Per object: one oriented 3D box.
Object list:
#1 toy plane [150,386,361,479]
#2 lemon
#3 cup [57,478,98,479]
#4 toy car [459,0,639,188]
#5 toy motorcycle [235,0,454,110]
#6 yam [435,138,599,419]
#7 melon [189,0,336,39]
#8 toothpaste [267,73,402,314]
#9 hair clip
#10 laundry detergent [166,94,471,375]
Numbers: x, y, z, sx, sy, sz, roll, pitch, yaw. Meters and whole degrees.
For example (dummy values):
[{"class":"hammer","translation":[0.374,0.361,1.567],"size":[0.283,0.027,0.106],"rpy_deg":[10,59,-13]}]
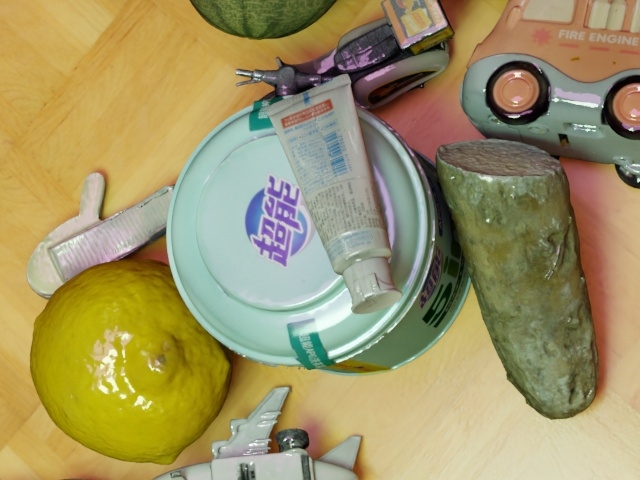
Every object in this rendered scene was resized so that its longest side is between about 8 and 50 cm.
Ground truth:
[{"class":"toy plane","translation":[-0.073,0.270,1.728],"size":[0.255,0.101,0.251],"rpy_deg":[0,58,-10]},{"class":"lemon","translation":[-0.210,0.134,1.745],"size":[0.234,0.288,0.233],"rpy_deg":[-1,92,-19]},{"class":"cup","translation":[-0.218,0.390,1.760],"size":[0.255,0.173,0.202],"rpy_deg":[10,88,18]},{"class":"toy car","translation":[0.295,-0.190,1.686],"size":[0.271,0.180,0.212],"rpy_deg":[8,75,17]},{"class":"toy motorcycle","translation":[0.028,-0.195,1.769],"size":[0.263,0.157,0.091],"rpy_deg":[-25,75,11]},{"class":"yam","translation":[0.223,0.043,1.649],"size":[0.133,0.133,0.330],"rpy_deg":[-12,110,15]},{"class":"melon","translation":[-0.063,-0.378,1.776],"size":[0.238,0.237,0.301],"rpy_deg":[3,85,17]},{"class":"toothpaste","translation":[0.019,-0.046,1.491],"size":[0.089,0.057,0.234],"rpy_deg":[-22,71,10]},{"class":"hair clip","translation":[-0.261,-0.006,1.876],"size":[0.219,0.071,0.159],"rpy_deg":[-29,75,6]},{"class":"laundry detergent","translation":[0.000,0.000,1.674],"size":[0.287,0.305,0.287],"rpy_deg":[-2,83,16]}]
